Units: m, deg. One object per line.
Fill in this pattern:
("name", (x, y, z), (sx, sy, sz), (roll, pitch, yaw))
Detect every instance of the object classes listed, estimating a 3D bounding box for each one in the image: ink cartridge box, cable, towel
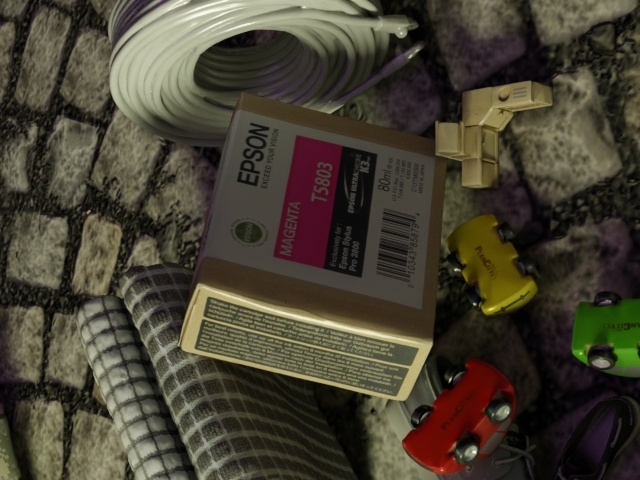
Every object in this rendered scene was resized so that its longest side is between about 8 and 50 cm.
("ink cartridge box", (0.000, 0.000, 1.125), (0.088, 0.193, 0.235), (110, 171, -47))
("cable", (-0.068, -0.182, 1.236), (0.257, 0.257, 0.089), (-33, 57, 36))
("towel", (-0.070, 0.157, 1.188), (0.121, 0.283, 0.235), (-36, 63, 12))

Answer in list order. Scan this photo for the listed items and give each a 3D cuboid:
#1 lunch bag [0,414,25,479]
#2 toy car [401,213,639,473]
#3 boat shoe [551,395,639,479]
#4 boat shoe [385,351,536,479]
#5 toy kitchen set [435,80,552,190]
("lunch bag", (-0.472, 0.357, 1.581), (0.305, 0.212, 0.256), (-17, 89, 44))
("toy car", (0.191, 0.082, 1.068), (0.224, 0.053, 0.239), (-5, 55, 29))
("boat shoe", (0.210, 0.177, 1.071), (0.046, 0.038, 0.125), (47, 116, 36))
("boat shoe", (0.132, 0.180, 1.110), (0.081, 0.079, 0.227), (-57, 43, 21))
("toy kitchen set", (0.147, -0.091, 1.148), (0.075, 0.068, 0.083), (-5, 81, 43))
